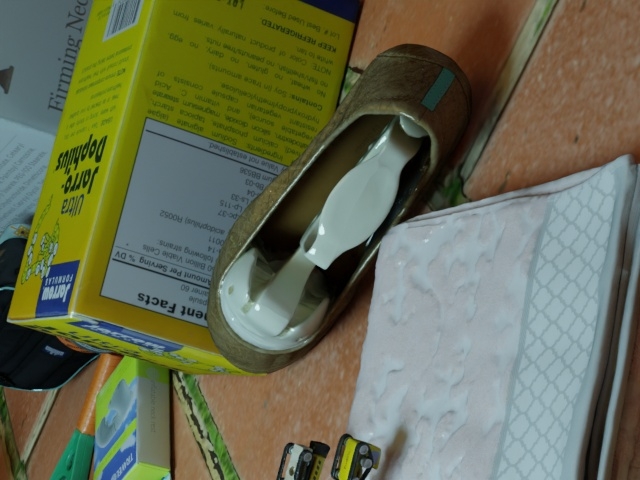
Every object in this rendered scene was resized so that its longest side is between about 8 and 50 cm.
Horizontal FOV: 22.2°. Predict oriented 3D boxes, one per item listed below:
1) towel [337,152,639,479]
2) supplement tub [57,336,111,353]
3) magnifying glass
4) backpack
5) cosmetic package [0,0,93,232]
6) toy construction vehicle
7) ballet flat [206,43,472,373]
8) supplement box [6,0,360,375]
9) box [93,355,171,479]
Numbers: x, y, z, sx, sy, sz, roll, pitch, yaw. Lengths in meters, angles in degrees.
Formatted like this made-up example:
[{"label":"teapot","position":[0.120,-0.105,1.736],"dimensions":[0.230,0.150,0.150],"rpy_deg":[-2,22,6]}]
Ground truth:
[{"label":"towel","position":[0.100,0.124,1.043],"dimensions":[0.317,0.053,0.332],"rpy_deg":[-21,53,60]},{"label":"supplement tub","position":[-0.205,0.047,1.663],"dimensions":[0.190,0.117,0.117],"rpy_deg":[-33,44,53]},{"label":"magnifying glass","position":[-0.262,0.232,1.769],"dimensions":[0.092,0.026,0.231],"rpy_deg":[21,94,66]},{"label":"backpack","position":[-0.325,0.082,1.831],"dimensions":[0.188,0.165,0.144],"rpy_deg":[-47,32,37]},{"label":"cosmetic package","position":[-0.347,-0.216,1.814],"dimensions":[0.327,0.393,0.329],"rpy_deg":[-28,49,57]},{"label":"toy construction vehicle","position":[0.006,0.176,1.108],"dimensions":[0.086,0.035,0.098],"rpy_deg":[14,91,55]},{"label":"ballet flat","position":[0.000,0.000,1.255],"dimensions":[0.342,0.116,0.124],"rpy_deg":[-51,8,29]},{"label":"supplement box","position":[-0.126,-0.072,1.484],"dimensions":[0.195,0.194,0.357],"rpy_deg":[-9,65,63]},{"label":"box","position":[-0.186,0.198,1.607],"dimensions":[0.109,0.042,0.178],"rpy_deg":[-52,30,37]}]
